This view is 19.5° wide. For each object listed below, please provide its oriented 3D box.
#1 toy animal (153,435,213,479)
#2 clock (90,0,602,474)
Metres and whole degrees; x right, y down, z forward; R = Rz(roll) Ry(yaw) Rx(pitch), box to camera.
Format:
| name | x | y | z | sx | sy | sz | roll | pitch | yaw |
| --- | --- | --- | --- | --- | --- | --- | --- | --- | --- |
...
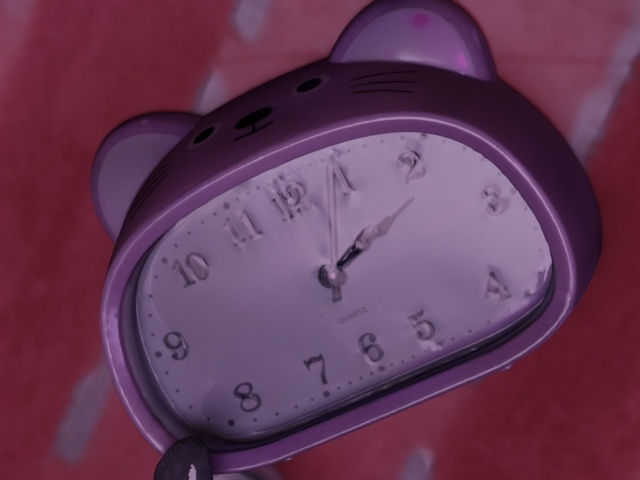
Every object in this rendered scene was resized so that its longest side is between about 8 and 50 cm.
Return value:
| name | x | y | z | sx | sy | sz | roll | pitch | yaw |
| --- | --- | --- | --- | --- | --- | --- | --- | --- | --- |
| toy animal | 0.056 | 0.233 | 0.595 | 0.367 | 0.081 | 0.206 | 33 | 112 | -7 |
| clock | 0.000 | 0.000 | 0.552 | 0.152 | 0.050 | 0.110 | -24 | 101 | 15 |
